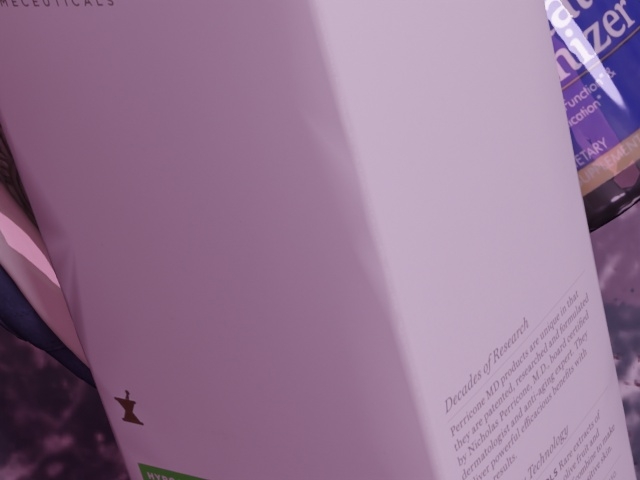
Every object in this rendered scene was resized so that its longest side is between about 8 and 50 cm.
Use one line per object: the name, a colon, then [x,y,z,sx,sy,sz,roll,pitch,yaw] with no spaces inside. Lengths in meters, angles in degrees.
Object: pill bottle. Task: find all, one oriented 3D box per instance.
pill bottle: [0.082,-0.114,0.762,0.123,0.123,0.219,-36,97,9]

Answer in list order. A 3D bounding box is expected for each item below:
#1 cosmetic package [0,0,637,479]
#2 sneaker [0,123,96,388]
cosmetic package: [0.000,0.000,0.707,0.197,0.155,0.365,4,123,38]
sneaker: [-0.224,-0.034,0.800,0.148,0.131,0.350,-42,95,20]
